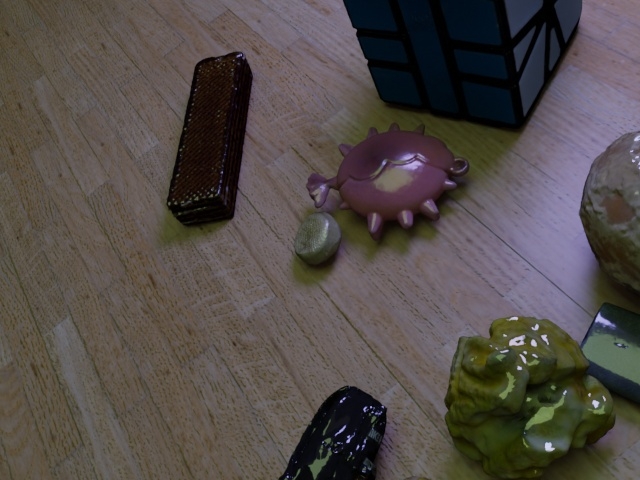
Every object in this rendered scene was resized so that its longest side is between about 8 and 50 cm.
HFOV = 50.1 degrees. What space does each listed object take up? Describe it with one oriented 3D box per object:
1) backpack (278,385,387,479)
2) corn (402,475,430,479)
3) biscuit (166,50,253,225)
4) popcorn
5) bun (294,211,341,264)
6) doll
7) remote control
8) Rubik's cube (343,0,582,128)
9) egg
[{"bbox_3d":[0.024,0.268,0.855,0.105,0.120,0.165,33,73,14],"label":"backpack"},{"bbox_3d":[0.090,0.404,0.738,0.101,0.101,0.292,0,58,23],"label":"corn"},{"bbox_3d":[-0.203,-0.205,1.308,0.107,0.073,0.389,-9,55,16],"label":"biscuit"},{"bbox_3d":[0.236,0.182,0.794,0.185,0.167,0.188,-17,90,-14],"label":"popcorn"},{"bbox_3d":[0.000,0.000,1.086,0.086,0.054,0.086,-28,48,36],"label":"bun"},{"bbox_3d":[0.103,-0.102,1.090,0.261,0.093,0.211,-14,56,14],"label":"doll"},{"bbox_3d":[0.480,0.183,0.759,0.377,0.044,0.107,23,66,33],"label":"remote control"},{"bbox_3d":[0.240,-0.390,1.111,0.283,0.288,0.294,21,69,34],"label":"Rubik's cube"},{"bbox_3d":[0.426,-0.029,0.831,0.203,0.203,0.245,-19,51,10],"label":"egg"}]
